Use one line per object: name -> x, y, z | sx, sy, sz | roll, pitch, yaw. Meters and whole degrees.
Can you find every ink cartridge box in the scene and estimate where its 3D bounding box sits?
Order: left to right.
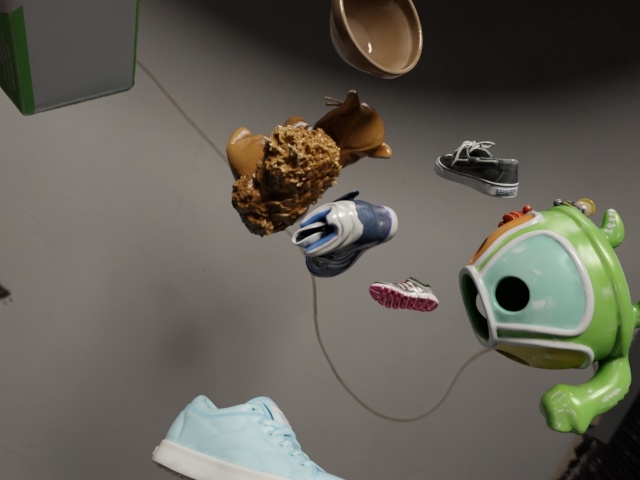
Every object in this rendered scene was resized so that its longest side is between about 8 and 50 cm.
ink cartridge box -> -0.278, -0.277, 0.449 | 0.273, 0.115, 0.198 | 46, 141, 15

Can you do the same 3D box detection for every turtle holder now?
turtle holder -> 0.363, 0.113, 0.851 | 0.228, 0.243, 0.319 | -14, 101, -3

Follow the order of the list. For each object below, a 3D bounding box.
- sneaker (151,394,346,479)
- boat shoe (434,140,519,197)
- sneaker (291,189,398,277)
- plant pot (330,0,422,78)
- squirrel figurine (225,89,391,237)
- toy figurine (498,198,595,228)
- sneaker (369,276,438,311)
sneaker -> -0.079, 0.295, 0.744 | 0.366, 0.150, 0.135 | 5, 145, 30
boat shoe -> 0.374, -0.189, 1.282 | 0.113, 0.306, 0.104 | -1, 109, -11
sneaker -> 0.000, 0.000, 1.235 | 0.237, 0.323, 0.130 | 1, 67, -41
plant pot -> 0.099, -0.449, 1.123 | 0.238, 0.110, 0.237 | 9, 75, -37
squirrel figurine -> -0.022, -0.183, 1.252 | 0.371, 0.397, 0.280 | -23, 111, 18
toy figurine -> 0.559, 0.008, 1.267 | 0.148, 0.210, 0.212 | -6, 82, -42
sneaker -> 0.202, 0.125, 1.286 | 0.171, 0.074, 0.063 | 10, 126, -2
